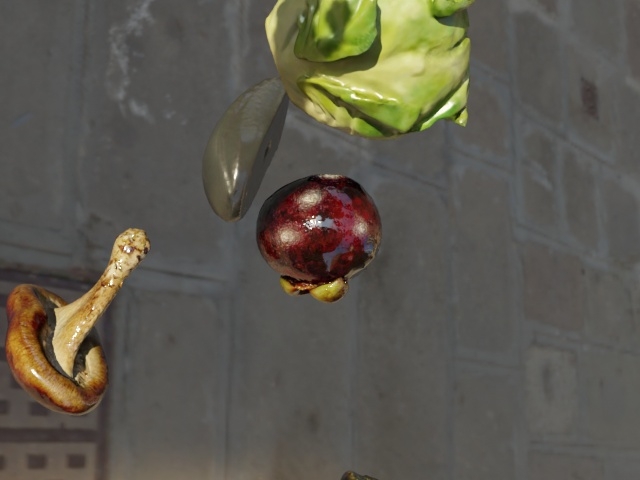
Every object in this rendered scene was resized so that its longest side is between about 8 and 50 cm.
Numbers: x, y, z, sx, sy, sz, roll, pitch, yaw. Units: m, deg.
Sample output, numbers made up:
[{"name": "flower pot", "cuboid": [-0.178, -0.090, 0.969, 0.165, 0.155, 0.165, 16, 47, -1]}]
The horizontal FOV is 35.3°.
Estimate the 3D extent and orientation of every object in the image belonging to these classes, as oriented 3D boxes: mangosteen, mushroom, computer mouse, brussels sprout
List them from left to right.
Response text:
[{"name": "mushroom", "cuboid": [-0.283, 0.081, 1.231, 0.148, 0.217, 0.227, 33, 17, -39]}, {"name": "computer mouse", "cuboid": [-0.117, -0.137, 1.467, 0.270, 0.086, 0.138, -68, 175, -47]}, {"name": "mangosteen", "cuboid": [0.000, 0.000, 1.147, 0.152, 0.152, 0.153, 12, 73, -48]}, {"name": "brussels sprout", "cuboid": [0.074, -0.257, 1.269, 0.227, 0.294, 0.259, -77, 151, -51]}]

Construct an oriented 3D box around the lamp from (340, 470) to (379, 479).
[{"name": "lamp", "cuboid": [0.029, 0.307, 0.776, 0.305, 0.305, 0.240, 28, 82, -43]}]
